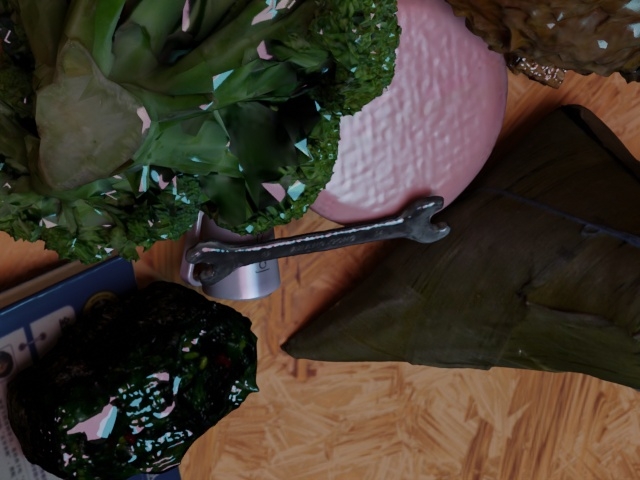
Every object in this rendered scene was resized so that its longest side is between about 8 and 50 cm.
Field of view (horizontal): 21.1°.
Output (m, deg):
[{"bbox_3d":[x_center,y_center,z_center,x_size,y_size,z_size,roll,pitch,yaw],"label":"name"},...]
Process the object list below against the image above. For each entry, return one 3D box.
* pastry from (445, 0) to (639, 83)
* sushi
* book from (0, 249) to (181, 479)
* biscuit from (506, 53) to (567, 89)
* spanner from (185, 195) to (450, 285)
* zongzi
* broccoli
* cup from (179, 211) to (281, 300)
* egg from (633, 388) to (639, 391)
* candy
[{"bbox_3d":[0.230,-0.334,1.449,0.405,0.337,0.292,44,50,-21],"label":"pastry"},{"bbox_3d":[-0.163,0.129,1.533,0.225,0.127,0.124,-32,124,-29],"label":"sushi"},{"bbox_3d":[-0.322,0.213,1.537,0.428,0.039,0.300,-26,120,-32],"label":"book"},{"bbox_3d":[0.248,-0.244,1.670,0.064,0.034,0.199,22,101,-28],"label":"biscuit"},{"bbox_3d":[0.000,0.000,1.573,0.254,0.015,0.054,-11,135,-12],"label":"spanner"},{"bbox_3d":[0.191,0.079,1.594,0.393,0.356,0.174,-34,127,-5],"label":"zongzi"},{"bbox_3d":[-0.128,-0.165,1.389,0.413,0.321,0.310,-19,166,26],"label":"broccoli"},{"bbox_3d":[-0.088,-0.001,1.597,0.104,0.074,0.116,-18,115,-36],"label":"cup"},{"bbox_3d":[0.374,0.049,1.762,0.169,0.169,0.236,12,109,-27],"label":"egg"},{"bbox_3d":[0.055,-0.126,1.600,0.255,0.094,0.255,-8,113,-21],"label":"candy"}]
